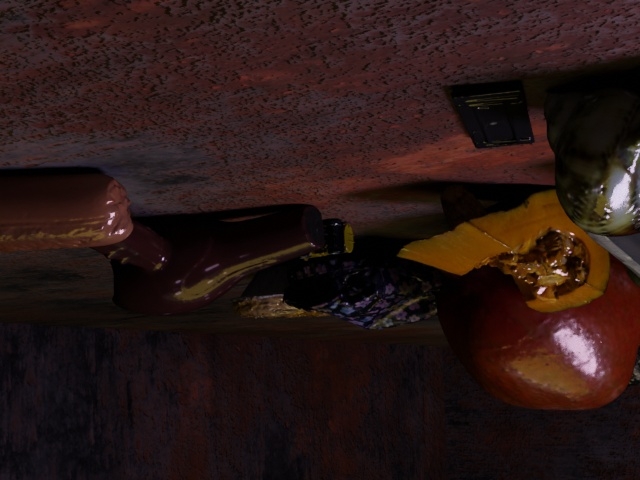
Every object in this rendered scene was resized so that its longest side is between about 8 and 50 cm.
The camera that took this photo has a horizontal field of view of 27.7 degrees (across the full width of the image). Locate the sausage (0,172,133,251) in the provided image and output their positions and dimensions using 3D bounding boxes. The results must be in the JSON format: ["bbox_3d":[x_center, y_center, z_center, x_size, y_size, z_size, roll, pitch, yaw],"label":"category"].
[{"bbox_3d":[-0.349,-0.029,1.414,0.289,0.086,0.086,-2,172,6],"label":"sausage"}]

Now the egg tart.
[{"bbox_3d":[-0.043,0.087,2.232,0.234,0.094,0.234,-4,173,0],"label":"egg tart"}]

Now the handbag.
[{"bbox_3d":[0.065,0.071,2.026,0.208,0.126,0.229,12,166,-35],"label":"handbag"}]

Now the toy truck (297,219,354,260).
[{"bbox_3d":[0.000,0.000,1.800,0.083,0.049,0.054,-8,171,29],"label":"toy truck"}]

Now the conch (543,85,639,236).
[{"bbox_3d":[0.284,-0.079,1.097,0.181,0.124,0.187,9,147,-8],"label":"conch"}]

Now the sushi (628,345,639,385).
[{"bbox_3d":[0.540,0.171,2.484,0.212,0.215,0.227,-5,172,22],"label":"sushi"}]

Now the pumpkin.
[{"bbox_3d":[0.227,-0.009,1.583,0.248,0.126,0.131,23,154,-28],"label":"pumpkin"}]

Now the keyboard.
[{"bbox_3d":[0.161,-0.112,1.190,0.061,0.013,0.204,-4,171,12],"label":"keyboard"}]

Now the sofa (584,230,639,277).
[{"bbox_3d":[0.423,-0.054,1.413,0.225,0.176,0.210,35,154,-24],"label":"sofa"}]

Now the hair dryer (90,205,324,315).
[{"bbox_3d":[-0.203,-0.011,1.624,0.313,0.123,0.340,-19,153,29],"label":"hair dryer"}]

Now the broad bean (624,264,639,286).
[{"bbox_3d":[0.516,0.000,1.618,0.263,0.121,0.189,-10,-155,-7],"label":"broad bean"}]

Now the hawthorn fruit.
[{"bbox_3d":[0.308,0.096,1.798,0.295,0.295,0.311,-5,152,20],"label":"hawthorn fruit"}]
